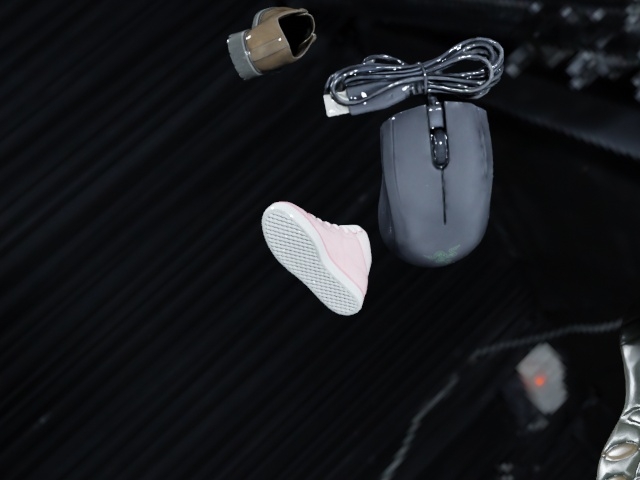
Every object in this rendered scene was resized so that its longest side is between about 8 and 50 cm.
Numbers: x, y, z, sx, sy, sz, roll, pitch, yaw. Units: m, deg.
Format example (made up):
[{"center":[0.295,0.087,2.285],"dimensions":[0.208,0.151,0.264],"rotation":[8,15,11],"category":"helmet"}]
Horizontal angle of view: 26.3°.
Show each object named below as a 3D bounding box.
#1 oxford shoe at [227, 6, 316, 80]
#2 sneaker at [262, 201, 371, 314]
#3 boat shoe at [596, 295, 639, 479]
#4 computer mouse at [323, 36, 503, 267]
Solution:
[{"center":[-0.043,-0.264,1.788],"dimensions":[0.083,0.096,0.227],"rotation":[65,18,-16],"category":"oxford shoe"},{"center":[0.000,0.000,1.244],"dimensions":[0.051,0.070,0.134],"rotation":[-17,-54,37],"category":"sneaker"},{"center":[0.339,0.186,1.262],"dimensions":[0.122,0.324,0.120],"rotation":[-12,-48,33],"category":"boat shoe"},{"center":[0.113,-0.067,1.427],"dimensions":[0.072,0.188,0.272],"rotation":[-107,-175,-52],"category":"computer mouse"}]
